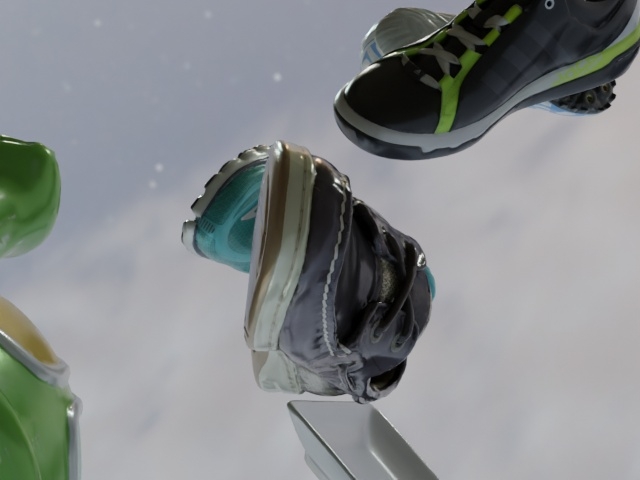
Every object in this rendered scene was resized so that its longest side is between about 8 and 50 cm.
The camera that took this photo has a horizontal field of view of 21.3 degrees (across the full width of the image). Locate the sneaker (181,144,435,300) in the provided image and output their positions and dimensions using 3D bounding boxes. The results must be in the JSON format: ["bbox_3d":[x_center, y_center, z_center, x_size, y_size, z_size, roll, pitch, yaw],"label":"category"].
[{"bbox_3d":[0.000,0.000,1.362,0.110,0.275,0.107,38,-76,36],"label":"sneaker"}]

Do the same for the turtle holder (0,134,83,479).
[{"bbox_3d":[-0.255,0.105,0.987,0.243,0.320,0.227,-3,-164,14],"label":"turtle holder"}]

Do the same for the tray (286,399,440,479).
[{"bbox_3d":[0.083,0.212,1.121,0.030,0.270,0.145,-47,158,14],"label":"tray"}]

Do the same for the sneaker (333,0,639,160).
[{"bbox_3d":[0.106,-0.131,1.051,0.234,0.097,0.084,-25,-134,-26],"label":"sneaker"}]

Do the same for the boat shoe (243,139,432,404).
[{"bbox_3d":[0.012,0.025,0.872,0.092,0.285,0.103,8,-108,2],"label":"boat shoe"}]

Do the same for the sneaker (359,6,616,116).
[{"bbox_3d":[0.149,-0.154,1.516,0.086,0.237,0.085,137,-40,-68],"label":"sneaker"}]
